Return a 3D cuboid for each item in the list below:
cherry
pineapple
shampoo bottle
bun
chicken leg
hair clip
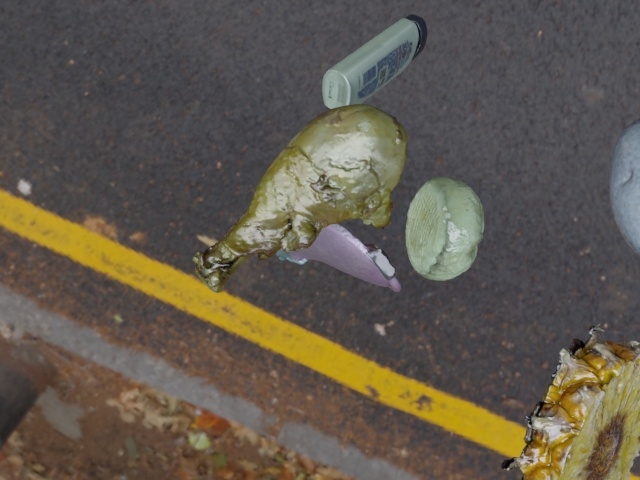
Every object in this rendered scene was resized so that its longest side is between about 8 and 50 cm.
[{"bbox_3d":[0.605,-0.092,1.406,0.255,0.296,0.218,20,170,-20],"label":"cherry"},{"bbox_3d":[0.224,0.173,0.712,0.047,0.221,0.221,16,136,41],"label":"pineapple"},{"bbox_3d":[0.135,-0.416,2.016,0.078,0.359,0.134,26,136,24],"label":"shampoo bottle"},{"bbox_3d":[0.240,-0.020,1.591,0.118,0.195,0.195,5,136,-20],"label":"bun"},{"bbox_3d":[-0.011,-0.023,0.602,0.178,0.070,0.093,-38,99,-4],"label":"chicken leg"},{"bbox_3d":[-0.002,-0.002,1.120,0.096,0.359,0.110,-13,102,-17],"label":"hair clip"}]
